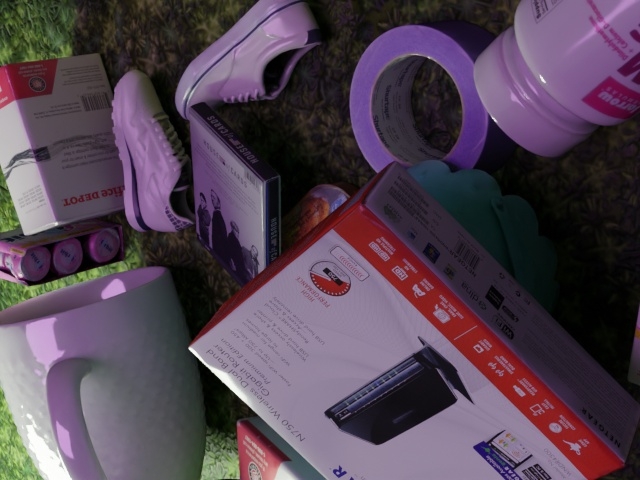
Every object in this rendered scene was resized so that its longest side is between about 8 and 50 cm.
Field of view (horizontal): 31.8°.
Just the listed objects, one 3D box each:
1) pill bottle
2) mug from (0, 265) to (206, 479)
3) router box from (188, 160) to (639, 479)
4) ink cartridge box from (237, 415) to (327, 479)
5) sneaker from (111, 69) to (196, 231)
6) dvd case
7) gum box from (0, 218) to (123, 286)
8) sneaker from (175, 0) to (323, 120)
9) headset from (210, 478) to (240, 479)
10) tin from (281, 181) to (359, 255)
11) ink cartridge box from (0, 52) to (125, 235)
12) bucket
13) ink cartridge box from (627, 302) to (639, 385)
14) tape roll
[{"bbox_3d":[0.285,-0.209,1.051,0.283,0.160,0.160,-42,74,41],"label":"pill bottle"},{"bbox_3d":[-0.304,0.240,1.580,0.276,0.374,0.328,-15,98,2],"label":"mug"},{"bbox_3d":[0.083,0.133,1.093,0.335,0.082,0.301,44,132,-6],"label":"router box"},{"bbox_3d":[0.023,0.435,1.419,0.279,0.160,0.384,27,121,59],"label":"ink cartridge box"},{"bbox_3d":[-0.231,-0.128,1.600,0.095,0.090,0.235,-1,105,29],"label":"sneaker"},{"bbox_3d":[-0.112,-0.040,1.475,0.179,0.030,0.238,45,148,35],"label":"dvd case"},{"bbox_3d":[-0.409,0.014,1.715,0.107,0.188,0.062,12,110,40],"label":"gum box"},{"bbox_3d":[-0.096,-0.214,1.435,0.258,0.094,0.091,-39,74,42],"label":"sneaker"},{"bbox_3d":[-0.184,0.459,1.640,0.394,0.243,0.185,96,156,-43],"label":"headset"},{"bbox_3d":[0.000,0.000,1.452,0.190,0.040,0.106,-42,70,41],"label":"tin"},{"bbox_3d":[-0.379,-0.142,1.655,0.100,0.172,0.237,-18,90,44],"label":"ink cartridge box"},{"bbox_3d":[0.110,0.075,1.216,0.281,0.183,0.281,15,130,19],"label":"bucket"},{"bbox_3d":[0.370,0.093,1.110,0.092,0.090,0.143,20,116,37],"label":"ink cartridge box"},{"bbox_3d":[0.129,-0.150,1.263,0.189,0.080,0.189,14,111,39],"label":"tape roll"}]
